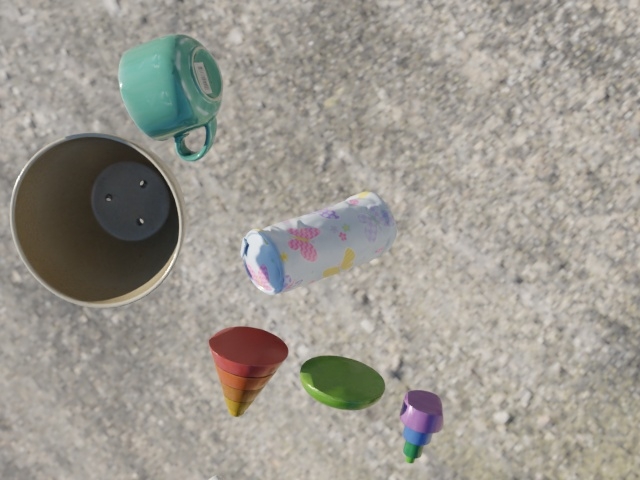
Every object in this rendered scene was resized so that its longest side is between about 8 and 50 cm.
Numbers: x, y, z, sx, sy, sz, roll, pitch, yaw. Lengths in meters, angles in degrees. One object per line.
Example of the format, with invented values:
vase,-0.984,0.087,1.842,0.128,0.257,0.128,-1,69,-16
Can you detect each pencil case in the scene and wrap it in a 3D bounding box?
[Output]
pencil case,0.000,0.000,1.861,0.124,0.273,0.113,54,142,20

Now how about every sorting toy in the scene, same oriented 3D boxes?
sorting toy,-0.002,0.245,1.621,0.365,0.127,0.126,17,112,11

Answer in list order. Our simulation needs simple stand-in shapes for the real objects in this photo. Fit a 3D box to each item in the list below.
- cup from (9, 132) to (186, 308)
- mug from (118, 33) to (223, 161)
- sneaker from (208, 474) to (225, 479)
cup,-0.398,-0.058,2.128,0.331,0.237,0.331,2,102,8
mug,-0.182,-0.199,1.451,0.097,0.129,0.158,-15,143,25
sneaker,-0.101,0.436,1.622,0.323,0.130,0.236,-37,58,23
